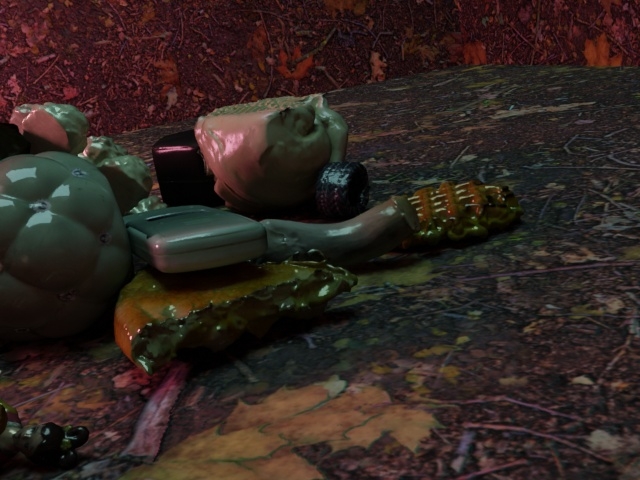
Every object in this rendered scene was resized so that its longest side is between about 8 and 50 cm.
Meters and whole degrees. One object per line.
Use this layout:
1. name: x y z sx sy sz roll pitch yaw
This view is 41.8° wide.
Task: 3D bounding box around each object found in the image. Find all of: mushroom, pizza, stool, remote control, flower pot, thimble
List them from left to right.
1. flower pot: -0.351 0.005 1.062 0.195 0.246 0.246 -19 18 -21
2. remote control: -0.167 -0.005 1.061 0.140 0.056 0.296 -12 11 -22
3. stool: -0.236 -0.159 1.752 0.232 0.141 0.232 -8 15 2
4. pizza: -0.097 0.078 0.968 0.287 0.075 0.280 -6 15 -1
5. mushroom: -0.001 0.002 1.129 0.277 0.096 0.099 -10 24 -5
6. thimble: 0.038 -0.086 1.422 0.066 0.095 0.104 1 4 27

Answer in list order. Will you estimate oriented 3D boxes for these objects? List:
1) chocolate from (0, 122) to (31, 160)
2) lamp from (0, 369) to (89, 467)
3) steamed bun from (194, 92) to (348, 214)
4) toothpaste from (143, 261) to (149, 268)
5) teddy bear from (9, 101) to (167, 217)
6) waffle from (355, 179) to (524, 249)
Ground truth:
1. chocolate: -0.618 -0.074 1.162 0.314 0.297 0.326 -19 51 26
2. lamp: -0.340 0.161 0.738 0.253 0.118 0.118 4 19 18
3. steamed bun: -0.091 -0.150 1.515 0.275 0.206 0.320 -1 14 22
4. toothpaste: -0.250 0.019 1.323 0.062 0.039 0.239 -6 13 -5
5. teddy bear: -0.396 -0.142 1.504 0.375 0.327 0.362 -46 10 37
6. waffle: 0.164 -0.035 1.263 0.237 0.059 0.243 -26 20 -38
